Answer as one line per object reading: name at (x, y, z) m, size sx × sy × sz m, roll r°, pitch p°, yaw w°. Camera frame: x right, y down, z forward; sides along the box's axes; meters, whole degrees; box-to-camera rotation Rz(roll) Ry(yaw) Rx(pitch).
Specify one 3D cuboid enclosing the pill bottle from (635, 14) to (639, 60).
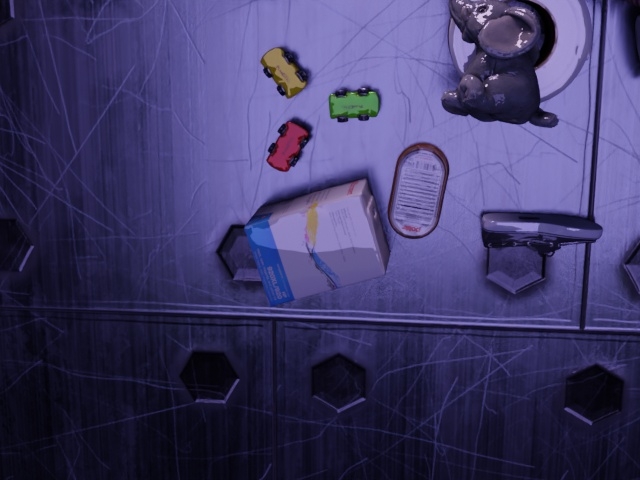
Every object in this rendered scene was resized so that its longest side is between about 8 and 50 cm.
pill bottle at (0.726, -0.369, 1.674) m, size 0.319 × 0.176 × 0.176 m, roll -13°, pitch 102°, yaw 9°

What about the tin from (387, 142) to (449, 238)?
tin at (0.189, -0.095, 1.875) m, size 0.106 × 0.040 × 0.189 m, roll 11°, pitch 105°, yaw 8°

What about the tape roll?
tape roll at (0.350, -0.369, 1.722) m, size 0.246 × 0.169 × 0.246 m, roll 2°, pitch 103°, yaw 7°

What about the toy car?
toy car at (0.002, -0.256, 1.848) m, size 0.225 × 0.053 × 0.239 m, roll -2°, pitch 104°, yaw 7°

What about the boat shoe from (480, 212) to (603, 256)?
boat shoe at (0.423, -0.005, 1.850) m, size 0.229 × 0.080 × 0.076 m, roll 3°, pitch 110°, yaw 7°

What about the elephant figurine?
elephant figurine at (0.293, -0.321, 1.583) m, size 0.186 × 0.169 × 0.239 m, roll 13°, pitch 89°, yaw -26°

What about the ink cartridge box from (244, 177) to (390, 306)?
ink cartridge box at (0.000, 0.000, 1.849) m, size 0.233 × 0.171 × 0.168 m, roll -16°, pitch 101°, yaw 10°

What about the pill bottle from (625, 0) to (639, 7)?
pill bottle at (0.535, -0.498, 1.560) m, size 0.392 × 0.224 × 0.224 m, roll 33°, pitch 106°, yaw 22°
